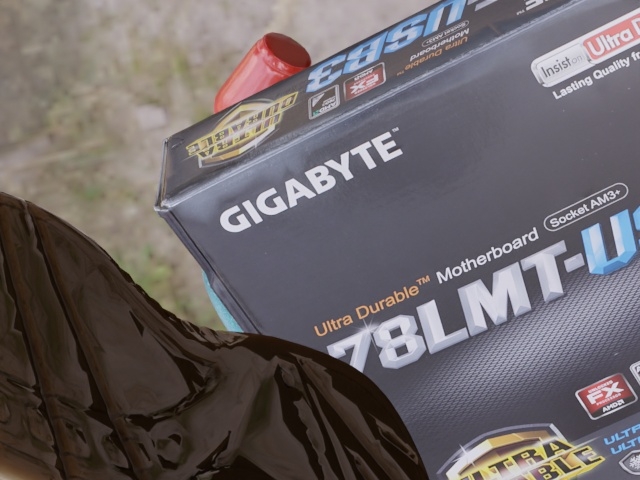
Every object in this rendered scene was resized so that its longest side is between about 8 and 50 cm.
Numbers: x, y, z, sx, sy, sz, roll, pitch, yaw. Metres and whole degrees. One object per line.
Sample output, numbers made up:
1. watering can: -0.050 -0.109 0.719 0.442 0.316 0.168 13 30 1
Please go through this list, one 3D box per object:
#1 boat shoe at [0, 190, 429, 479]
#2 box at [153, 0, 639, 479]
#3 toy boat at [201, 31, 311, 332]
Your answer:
1. boat shoe: -0.081 0.067 0.624 0.098 0.302 0.109 -33 58 24
2. box: 0.119 0.011 0.974 0.293 0.295 0.073 55 -163 -32
3. toy boat: 0.000 0.000 1.447 0.148 0.267 0.318 -56 51 32
